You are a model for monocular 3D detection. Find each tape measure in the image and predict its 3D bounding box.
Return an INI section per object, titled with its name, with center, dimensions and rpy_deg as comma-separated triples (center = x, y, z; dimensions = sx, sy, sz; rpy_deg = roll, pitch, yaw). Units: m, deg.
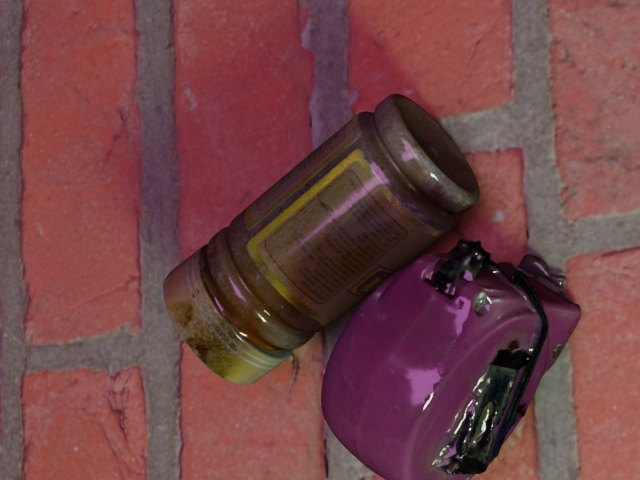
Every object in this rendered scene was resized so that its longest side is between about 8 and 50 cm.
[tape measure]
center = 0.123, 0.117, 1.291
dimensions = 0.149, 0.231, 0.245
rpy_deg = 34, 104, 30

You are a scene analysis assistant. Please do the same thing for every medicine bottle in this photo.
[medicine bottle]
center = 0.000, 0.000, 1.424
dimensions = 0.322, 0.151, 0.151
rpy_deg = -39, 65, 20
